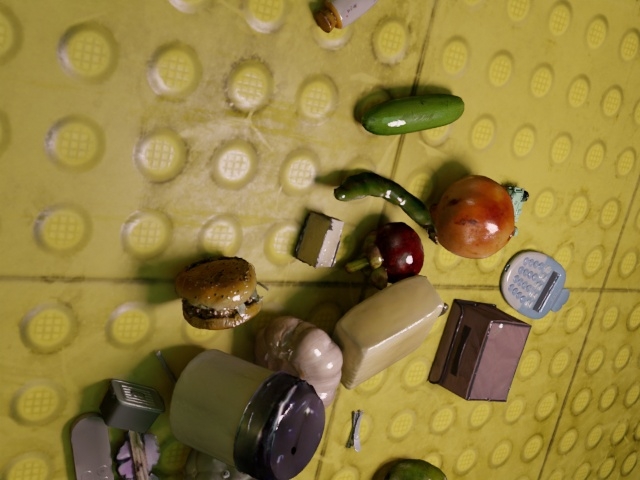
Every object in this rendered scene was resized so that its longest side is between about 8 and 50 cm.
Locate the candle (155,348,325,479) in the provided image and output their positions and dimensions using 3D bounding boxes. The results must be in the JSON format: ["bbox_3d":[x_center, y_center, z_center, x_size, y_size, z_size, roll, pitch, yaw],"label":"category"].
[{"bbox_3d":[-0.179,0.351,1.458,0.221,0.343,0.221,-35,132,-50],"label":"candle"}]

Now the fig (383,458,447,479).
[{"bbox_3d":[0.267,0.712,2.005,0.203,0.235,0.203,0,88,4],"label":"fig"}]

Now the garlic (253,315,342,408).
[{"bbox_3d":[-0.049,0.275,1.574,0.152,0.228,0.227,-27,125,-51],"label":"garlic"}]

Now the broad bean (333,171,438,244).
[{"bbox_3d":[0.154,-0.092,1.610,0.292,0.144,0.049,24,129,-21],"label":"broad bean"}]

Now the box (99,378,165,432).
[{"bbox_3d":[-0.390,0.344,1.443,0.122,0.084,0.069,25,101,-37],"label":"box"}]

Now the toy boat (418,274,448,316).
[{"bbox_3d":[0.278,0.143,1.814,0.077,0.075,0.185,-37,128,-6],"label":"toy boat"}]

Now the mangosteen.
[{"bbox_3d":[0.156,0.030,1.646,0.181,0.156,0.145,2,131,-21],"label":"mangosteen"}]

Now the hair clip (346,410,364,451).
[{"bbox_3d":[0.099,0.507,1.864,0.030,0.039,0.115,-6,109,-38],"label":"hair clip"}]

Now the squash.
[{"bbox_3d":[0.222,-0.290,1.601,0.293,0.082,0.082,-14,116,-29],"label":"squash"}]

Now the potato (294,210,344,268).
[{"bbox_3d":[0.001,-0.002,1.570,0.061,0.086,0.122,9,102,-50],"label":"potato"}]

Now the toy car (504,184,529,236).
[{"bbox_3d":[0.512,-0.078,1.900,0.073,0.054,0.143,-2,113,-32],"label":"toy car"}]

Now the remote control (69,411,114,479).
[{"bbox_3d":[-0.478,0.469,1.469,0.077,0.022,0.245,-13,115,-32],"label":"remote control"}]

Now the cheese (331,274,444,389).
[{"bbox_3d":[0.145,0.218,1.648,0.242,0.124,0.265,-31,158,-22],"label":"cheese"}]

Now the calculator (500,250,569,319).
[{"bbox_3d":[0.641,0.135,2.078,0.303,0.042,0.188,28,90,-38],"label":"calculator"}]

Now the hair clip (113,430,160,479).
[{"bbox_3d":[-0.390,0.525,1.520,0.106,0.084,0.292,-13,110,-24],"label":"hair clip"}]

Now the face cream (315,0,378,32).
[{"bbox_3d":[0.070,-0.494,1.436,0.182,0.051,0.072,-39,129,-14],"label":"face cream"}]

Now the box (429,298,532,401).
[{"bbox_3d":[0.444,0.312,1.947,0.188,0.153,0.252,10,101,-37],"label":"box"}]

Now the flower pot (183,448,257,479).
[{"bbox_3d":[-0.191,0.539,1.581,0.246,0.195,0.246,-12,113,-30],"label":"flower pot"}]

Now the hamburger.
[{"bbox_3d":[-0.198,0.098,1.423,0.186,0.177,0.113,-8,108,-2],"label":"hamburger"}]

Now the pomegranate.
[{"bbox_3d":[0.382,-0.057,1.731,0.209,0.209,0.209,-13,115,-30],"label":"pomegranate"}]
